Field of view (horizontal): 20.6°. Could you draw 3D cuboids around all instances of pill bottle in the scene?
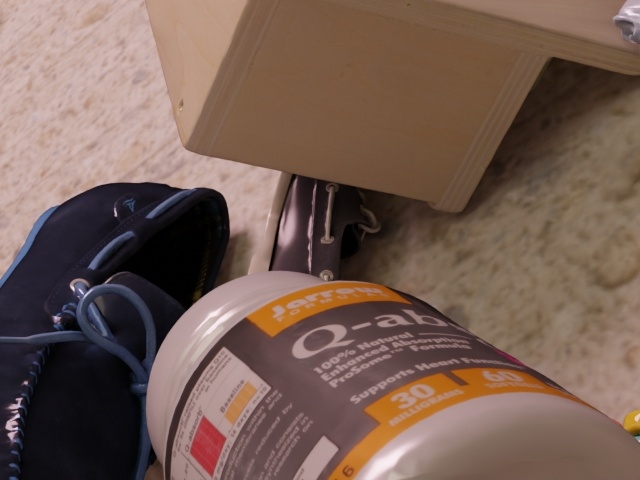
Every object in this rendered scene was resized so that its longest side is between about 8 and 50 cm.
[{"bbox_3d":[0.023,0.108,0.770,0.162,0.162,0.278,-52,25,-3],"label":"pill bottle"}]

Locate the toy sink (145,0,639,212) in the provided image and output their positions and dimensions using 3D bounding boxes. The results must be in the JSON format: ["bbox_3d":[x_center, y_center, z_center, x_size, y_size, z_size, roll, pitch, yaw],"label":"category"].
[{"bbox_3d":[0.038,-0.114,0.975,0.153,0.234,0.131,-109,37,-47],"label":"toy sink"}]

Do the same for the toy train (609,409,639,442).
[{"bbox_3d":[0.138,0.136,0.750,0.125,0.046,0.166,-49,37,-1],"label":"toy train"}]

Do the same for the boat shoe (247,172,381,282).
[{"bbox_3d":[0.000,0.000,1.014,0.065,0.075,0.206,14,54,3],"label":"boat shoe"}]

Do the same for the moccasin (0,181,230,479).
[{"bbox_3d":[-0.120,0.056,0.965,0.116,0.138,0.342,-16,34,15],"label":"moccasin"}]

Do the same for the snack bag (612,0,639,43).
[{"bbox_3d":[0.342,-0.216,0.852,0.323,0.037,0.342,11,64,48],"label":"snack bag"}]
